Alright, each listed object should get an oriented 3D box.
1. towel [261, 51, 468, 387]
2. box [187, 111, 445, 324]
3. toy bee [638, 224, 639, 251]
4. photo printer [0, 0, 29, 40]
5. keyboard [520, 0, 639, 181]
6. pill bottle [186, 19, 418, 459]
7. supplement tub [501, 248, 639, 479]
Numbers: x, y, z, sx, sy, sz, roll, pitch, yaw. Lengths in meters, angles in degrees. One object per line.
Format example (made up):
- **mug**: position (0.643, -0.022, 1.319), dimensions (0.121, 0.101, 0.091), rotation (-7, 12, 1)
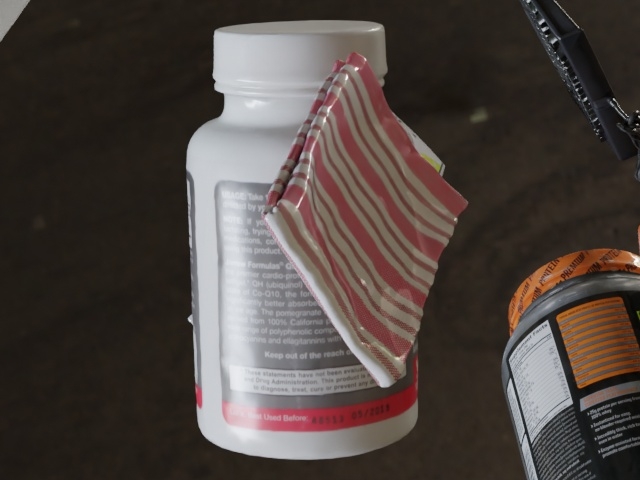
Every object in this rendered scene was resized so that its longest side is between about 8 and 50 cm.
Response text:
- **towel**: position (0.032, -0.019, 1.161), dimensions (0.029, 0.144, 0.197), rotation (-22, 26, 31)
- **box**: position (0.000, 0.000, 1.920), dimensions (0.290, 0.087, 0.169), rotation (-45, 3, 11)
- **toy bee**: position (0.509, -0.028, 2.013), dimensions (0.298, 0.162, 0.195), rotation (-27, 36, 52)
- **photo printer**: position (-0.352, -0.336, 1.549), dimensions (0.307, 0.107, 0.256), rotation (27, 68, 5)
- **keyboard**: position (0.267, -0.147, 1.771), dimensions (0.033, 0.317, 0.201), rotation (-39, 63, 4)
- **pill bottle**: position (-0.013, -0.006, 1.387), dimensions (0.176, 0.318, 0.176), rotation (-1, 11, 0)
- **supplement tub**: position (0.270, 0.169, 1.590), dimensions (0.193, 0.193, 0.316), rotation (-14, 45, 5)
